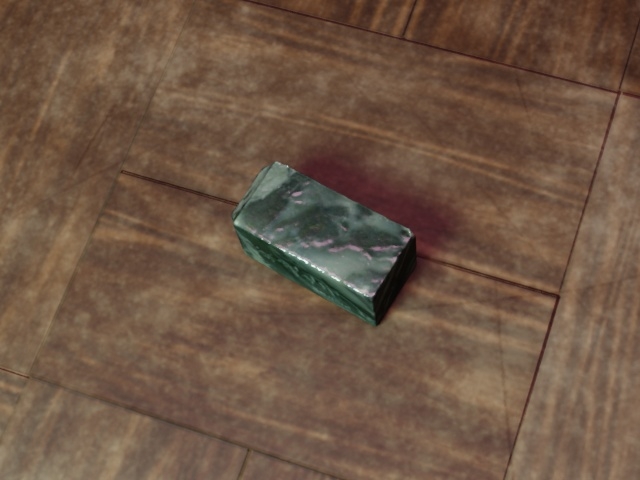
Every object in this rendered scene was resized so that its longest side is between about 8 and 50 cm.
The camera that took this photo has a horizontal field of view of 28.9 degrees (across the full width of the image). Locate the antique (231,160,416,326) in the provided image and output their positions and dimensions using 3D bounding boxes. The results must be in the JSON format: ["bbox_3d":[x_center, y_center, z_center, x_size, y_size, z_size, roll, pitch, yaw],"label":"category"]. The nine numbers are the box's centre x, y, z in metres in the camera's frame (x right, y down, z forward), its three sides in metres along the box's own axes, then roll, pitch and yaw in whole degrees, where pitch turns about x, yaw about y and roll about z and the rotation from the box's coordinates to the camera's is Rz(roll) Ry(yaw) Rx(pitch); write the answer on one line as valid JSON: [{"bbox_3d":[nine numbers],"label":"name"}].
[{"bbox_3d":[0.000,0.000,1.283,0.183,0.088,0.086,28,72,17],"label":"antique"}]
